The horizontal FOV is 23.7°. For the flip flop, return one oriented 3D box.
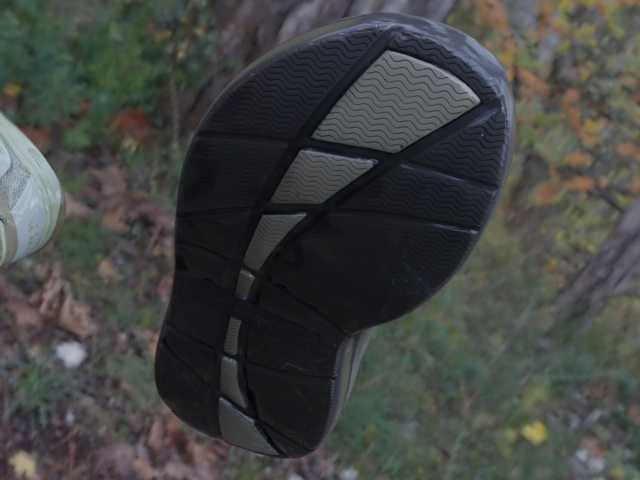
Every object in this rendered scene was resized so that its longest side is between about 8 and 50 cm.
[{"bbox_3d":[0.000,0.000,0.628,0.112,0.277,0.080,27,53,4],"label":"flip flop"}]

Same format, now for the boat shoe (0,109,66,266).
[{"bbox_3d":[-0.164,-0.051,0.594,0.153,0.056,0.048,51,25,1],"label":"boat shoe"}]
